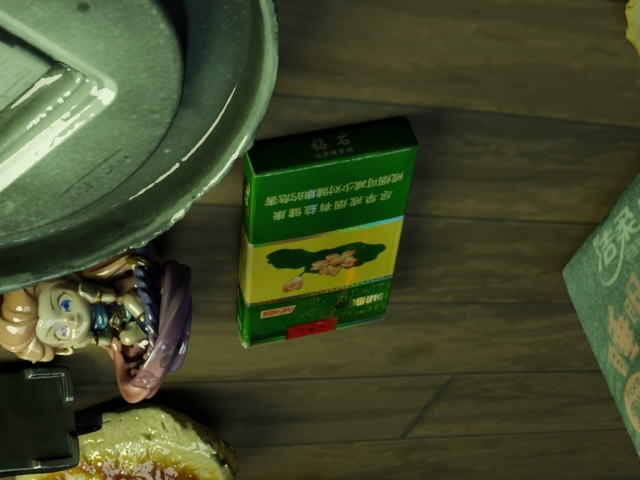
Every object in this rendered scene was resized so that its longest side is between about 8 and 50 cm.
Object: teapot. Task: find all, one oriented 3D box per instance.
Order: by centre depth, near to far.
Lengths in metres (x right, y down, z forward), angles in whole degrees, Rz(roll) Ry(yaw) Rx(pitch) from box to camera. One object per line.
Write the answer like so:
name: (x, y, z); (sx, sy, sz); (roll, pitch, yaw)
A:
teapot: (-0.272, 0.161, 1.170); (0.177, 0.087, 0.096); (-2, 160, -23)

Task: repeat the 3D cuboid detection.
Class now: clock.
clock: (-0.216, -0.106, 0.834); (0.386, 0.076, 0.386); (-13, 145, -10)

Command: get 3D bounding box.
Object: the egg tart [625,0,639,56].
egg tart: (0.364, -0.183, 0.992); (0.290, 0.107, 0.291); (-13, 145, -9)

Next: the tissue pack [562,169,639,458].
tissue pack: (0.333, 0.083, 1.158); (0.103, 0.316, 0.228); (3, 141, -28)

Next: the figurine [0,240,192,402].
figurine: (-0.170, 0.058, 1.071); (0.157, 0.114, 0.126); (9, 111, 7)

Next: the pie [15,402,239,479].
pie: (-0.178, 0.224, 1.297); (0.205, 0.084, 0.179); (-15, 146, -2)

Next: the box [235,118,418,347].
box: (0.000, 0.000, 1.123); (0.132, 0.034, 0.235); (-12, 145, -13)
